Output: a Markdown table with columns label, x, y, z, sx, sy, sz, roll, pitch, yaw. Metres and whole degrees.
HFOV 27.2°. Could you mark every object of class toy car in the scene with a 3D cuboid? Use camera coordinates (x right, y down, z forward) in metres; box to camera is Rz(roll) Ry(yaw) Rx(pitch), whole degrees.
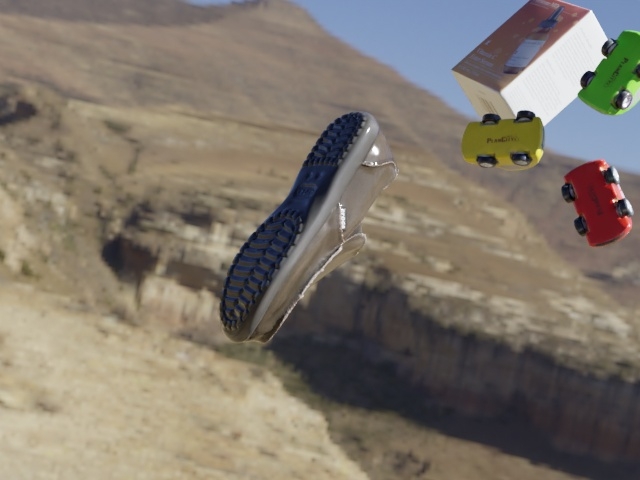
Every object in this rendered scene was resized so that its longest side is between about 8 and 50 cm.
| label | x | y | z | sx | sy | sz | roll | pitch | yaw |
| --- | --- | --- | --- | --- | --- | --- | --- | --- | --- |
| toy car | 0.300 | -0.128 | 1.469 | 0.239 | 0.225 | 0.053 | 38 | 4 | 34 |

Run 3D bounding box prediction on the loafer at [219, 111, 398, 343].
| label | x | y | z | sx | sy | sz | roll | pitch | yaw |
| --- | --- | --- | --- | --- | --- | --- | --- | --- | --- |
| loafer | 0.000 | 0.000 | 1.089 | 0.078 | 0.220 | 0.080 | 39 | -9 | -28 |

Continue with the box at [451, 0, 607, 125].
| label | x | y | z | sx | sy | sz | roll | pitch | yaw |
| --- | --- | --- | --- | --- | --- | --- | --- | --- | --- |
| box | 0.290 | -0.239 | 1.802 | 0.091 | 0.170 | 0.130 | 52 | -8 | -32 |
